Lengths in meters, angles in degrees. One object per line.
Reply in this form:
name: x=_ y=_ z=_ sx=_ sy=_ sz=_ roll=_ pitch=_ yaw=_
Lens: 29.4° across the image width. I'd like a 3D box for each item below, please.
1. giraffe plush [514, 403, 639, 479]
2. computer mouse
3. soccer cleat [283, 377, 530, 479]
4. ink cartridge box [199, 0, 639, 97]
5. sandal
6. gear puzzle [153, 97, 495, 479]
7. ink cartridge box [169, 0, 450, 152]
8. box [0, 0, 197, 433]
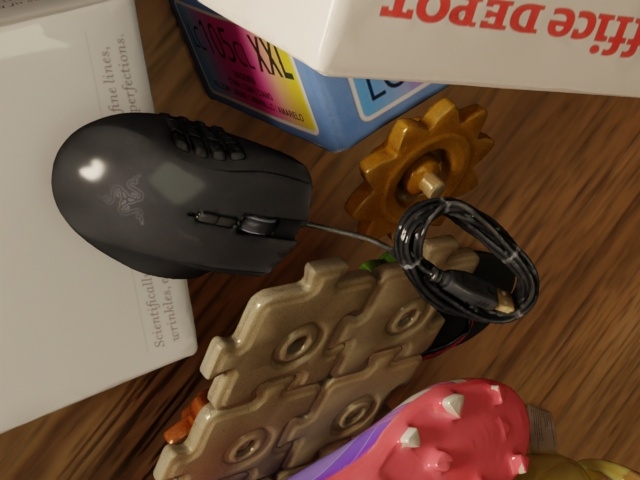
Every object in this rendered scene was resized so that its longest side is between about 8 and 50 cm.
giraffe plush: x=0.119 y=0.232 z=0.836 sx=0.210 sy=0.181 sz=0.170 roll=-37 pitch=144 yaw=-62
computer mouse: x=0.000 y=0.000 z=0.539 sx=0.242 sy=0.041 sz=0.071 roll=14 pitch=106 yaw=-23
soccer cleat: x=0.025 y=0.145 z=0.707 sx=0.248 sy=0.095 sz=0.083 roll=-26 pitch=99 yaw=-40
ink cartridge box: x=0.082 y=-0.198 z=0.455 sx=0.198 sy=0.115 sz=0.273 roll=-1 pitch=117 yaw=-35
sandal: x=0.059 y=0.052 z=0.784 sx=0.179 sy=0.040 sz=0.067 roll=-13 pitch=112 yaw=-31
gear puzzle: x=-0.008 y=0.058 z=0.661 sx=0.175 sy=0.044 sz=0.339 roll=-10 pitch=138 yaw=-40
ink cartridge box: x=0.013 y=-0.283 z=0.574 sx=0.270 sy=0.151 sz=0.395 roll=-34 pitch=120 yaw=-22
box: x=-0.172 y=-0.012 z=0.551 sx=0.182 sy=0.119 sz=0.181 roll=-20 pitch=117 yaw=-28
